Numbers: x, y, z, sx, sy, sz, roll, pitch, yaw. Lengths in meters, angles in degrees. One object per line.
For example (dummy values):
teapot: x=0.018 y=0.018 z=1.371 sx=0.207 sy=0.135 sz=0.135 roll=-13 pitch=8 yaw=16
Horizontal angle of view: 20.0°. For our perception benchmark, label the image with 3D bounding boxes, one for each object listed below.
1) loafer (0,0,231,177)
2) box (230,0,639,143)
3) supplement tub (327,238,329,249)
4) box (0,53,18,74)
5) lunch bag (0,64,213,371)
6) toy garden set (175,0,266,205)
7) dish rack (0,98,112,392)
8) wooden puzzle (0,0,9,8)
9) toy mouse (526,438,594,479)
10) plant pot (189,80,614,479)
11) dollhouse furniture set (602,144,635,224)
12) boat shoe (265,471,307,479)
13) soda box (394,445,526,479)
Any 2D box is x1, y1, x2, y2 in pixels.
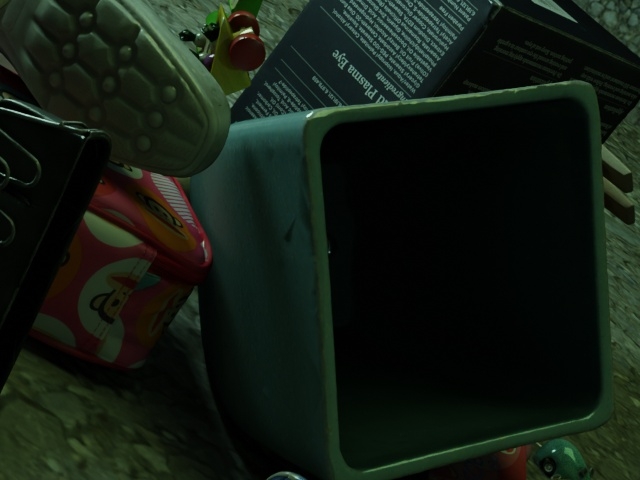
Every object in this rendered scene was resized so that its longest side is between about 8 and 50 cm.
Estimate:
loafer: x=-0.173 y=-0.153 z=1.269 sx=0.319 sy=0.112 sz=0.111 roll=41 pitch=22 yaw=22
box: x=0.110 y=-0.123 z=1.783 sx=0.179 sy=0.312 sz=0.343 roll=47 pitch=19 yaw=30
supplement tub: x=0.000 y=0.000 z=1.560 sx=0.198 sy=0.106 sz=0.106 roll=8 pitch=32 yaw=-41
box: x=-0.213 y=-0.133 z=1.481 sx=0.091 sy=0.130 sz=0.170 roll=41 pitch=17 yaw=11
lunch bag: x=-0.229 y=-0.049 z=1.276 sx=0.293 sy=0.120 sz=0.258 roll=29 pitch=15 yaw=-26
toy garden set: x=-0.105 y=-0.107 z=1.450 sx=0.049 sy=0.244 sz=0.204 roll=17 pitch=21 yaw=-14
dish rack: x=-0.236 y=0.021 z=0.934 sx=0.074 sy=0.208 sz=0.271 roll=31 pitch=15 yaw=19
wooden puzzle: x=-0.368 y=-0.133 z=1.078 sx=0.322 sy=0.080 sz=0.348 roll=13 pitch=23 yaw=7
toy mouse: x=0.199 y=0.193 z=1.618 sx=0.161 sy=0.031 sz=0.143 roll=30 pitch=19 yaw=-21
plant pot: x=0.032 y=0.018 z=1.313 sx=0.248 sy=0.247 sz=0.252 roll=-9 pitch=8 yaw=-33
dollhouse furniture set: x=0.163 y=0.049 z=1.573 sx=0.135 sy=0.262 sz=0.259 roll=47 pitch=-7 yaw=23
boat shoe: x=0.020 y=0.226 z=1.143 sx=0.183 sy=0.066 sz=0.066 roll=57 pitch=19 yaw=24
soda box: x=0.095 y=0.184 z=1.352 sx=0.092 sy=0.083 sz=0.263 roll=36 pitch=17 yaw=-6
